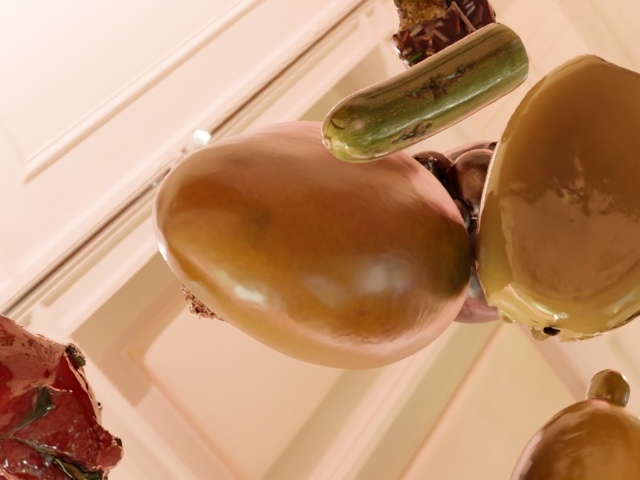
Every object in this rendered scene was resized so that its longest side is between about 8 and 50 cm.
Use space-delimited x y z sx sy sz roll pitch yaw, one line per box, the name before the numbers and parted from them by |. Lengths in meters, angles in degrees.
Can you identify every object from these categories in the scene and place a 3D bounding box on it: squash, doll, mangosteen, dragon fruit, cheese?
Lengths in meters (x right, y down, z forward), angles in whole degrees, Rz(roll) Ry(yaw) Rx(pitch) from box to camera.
squash | 0.036 -0.050 0.336 0.083 0.027 0.027 -31 -85 -22
doll | 0.240 0.334 0.850 0.161 0.348 0.423 33 -92 -14
mangosteen | 0.235 -0.026 1.524 0.347 0.307 0.306 29 -122 -44
dragon fruit | -0.292 0.175 0.846 0.200 0.269 0.198 45 -130 -3
cheese | 0.291 -0.038 1.007 0.315 0.260 0.128 -58 -30 -3

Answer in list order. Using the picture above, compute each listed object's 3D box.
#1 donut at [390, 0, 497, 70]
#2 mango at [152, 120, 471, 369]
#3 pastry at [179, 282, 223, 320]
donut | 0.165 -0.267 1.190 0.216 0.096 0.230 43 -146 -36
mango | 0.000 0.000 0.957 0.300 0.232 0.446 39 -168 20
pastry | -0.135 0.082 1.370 0.169 0.063 0.087 10 -128 -35
